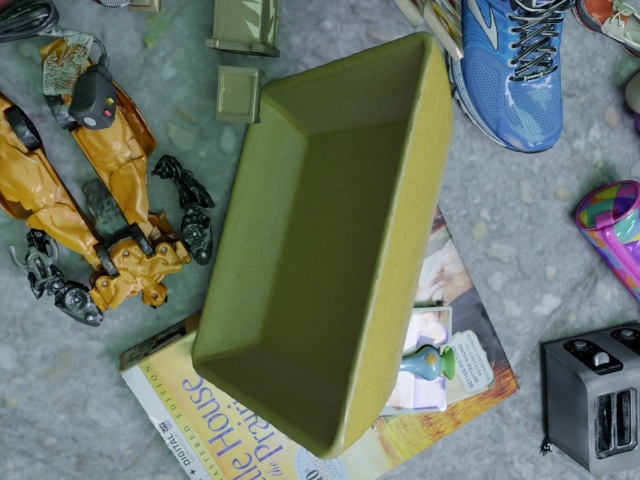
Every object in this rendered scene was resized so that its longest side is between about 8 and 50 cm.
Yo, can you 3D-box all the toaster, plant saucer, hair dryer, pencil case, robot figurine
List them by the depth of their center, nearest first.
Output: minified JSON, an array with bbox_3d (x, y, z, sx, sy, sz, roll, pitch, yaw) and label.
[{"bbox_3d":[-0.275,-0.254,0.651,0.224,0.080,0.293,10,78,1],"label":"hair dryer"},{"bbox_3d":[0.000,0.000,0.668,0.081,0.333,0.332,15,86,-28],"label":"plant saucer"},{"bbox_3d":[-0.242,-0.055,0.742,0.211,0.085,0.290,-29,108,-7],"label":"robot figurine"},{"bbox_3d":[0.443,0.028,0.939,0.104,0.104,0.236,-45,107,-2],"label":"pencil case"},{"bbox_3d":[0.405,0.223,0.971,0.168,0.110,0.185,-10,105,-12],"label":"toaster"}]

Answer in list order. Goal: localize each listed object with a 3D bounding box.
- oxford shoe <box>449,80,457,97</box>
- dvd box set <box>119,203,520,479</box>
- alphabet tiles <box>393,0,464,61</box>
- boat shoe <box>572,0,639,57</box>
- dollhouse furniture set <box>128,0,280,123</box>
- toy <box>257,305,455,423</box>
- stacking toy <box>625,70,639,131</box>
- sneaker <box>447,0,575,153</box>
[{"bbox_3d":[0.070,-0.114,0.834,0.076,0.076,0.212,36,94,10],"label":"oxford shoe"},{"bbox_3d":[0.013,0.166,0.875,0.421,0.062,0.307,-29,108,-7],"label":"dvd box set"},{"bbox_3d":[0.046,-0.313,0.647,0.011,0.342,0.285,-32,112,26],"label":"alphabet tiles"},{"bbox_3d":[0.378,-0.274,0.883,0.137,0.043,0.049,29,96,-18],"label":"boat shoe"},{"bbox_3d":[-0.129,-0.225,0.749,0.161,0.101,0.181,8,102,8],"label":"dollhouse furniture set"},{"bbox_3d":[0.048,0.152,0.820,0.238,0.056,0.136,-1,101,-15],"label":"toy"},{"bbox_3d":[0.513,-0.078,0.932,0.141,0.141,0.330,-30,115,-7],"label":"stacking toy"},{"bbox_3d":[0.218,-0.253,0.790,0.130,0.147,0.329,-21,108,-10],"label":"sneaker"}]
